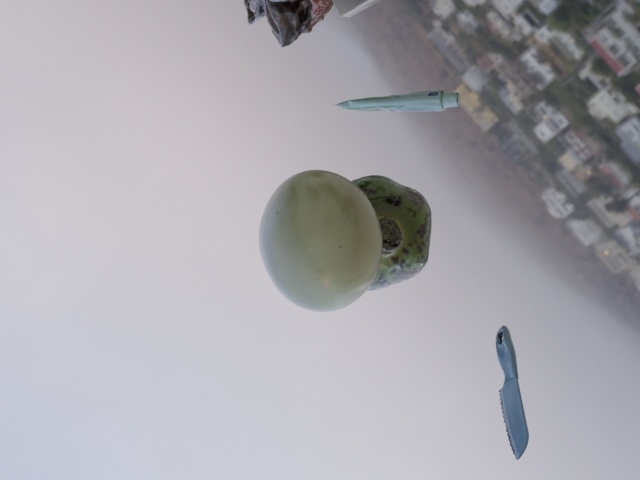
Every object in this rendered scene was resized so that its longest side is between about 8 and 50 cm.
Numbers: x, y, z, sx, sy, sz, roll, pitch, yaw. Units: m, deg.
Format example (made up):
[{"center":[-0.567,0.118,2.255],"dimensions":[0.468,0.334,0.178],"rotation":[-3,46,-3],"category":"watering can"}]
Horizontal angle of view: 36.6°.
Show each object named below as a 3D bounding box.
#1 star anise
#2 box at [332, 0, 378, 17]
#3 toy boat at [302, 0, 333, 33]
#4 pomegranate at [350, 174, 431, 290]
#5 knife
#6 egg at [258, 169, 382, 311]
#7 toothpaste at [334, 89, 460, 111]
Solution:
[{"center":[-0.073,-0.446,1.625],"dimensions":[0.109,0.236,0.223],"rotation":[-24,-122,-20],"category":"star anise"},{"center":[0.110,-0.516,1.700],"dimensions":[0.155,0.243,0.067],"rotation":[64,-156,-3],"category":"box"},{"center":[-0.007,-0.598,2.085],"dimensions":[0.141,0.318,0.099],"rotation":[5,-164,-21],"category":"toy boat"},{"center":[0.111,-0.013,1.965],"dimensions":[0.254,0.254,0.270],"rotation":[43,173,-11],"category":"pomegranate"},{"center":[0.311,0.242,1.593],"dimensions":[0.019,0.044,0.313],"rotation":[43,-155,-21],"category":"knife"},{"center":[0.000,0.000,1.702],"dimensions":[0.219,0.219,0.269],"rotation":[31,-136,-34],"category":"egg"},{"center":[0.175,-0.316,2.230],"dimensions":[0.075,0.296,0.048],"rotation":[-6,-85,-63],"category":"toothpaste"}]
